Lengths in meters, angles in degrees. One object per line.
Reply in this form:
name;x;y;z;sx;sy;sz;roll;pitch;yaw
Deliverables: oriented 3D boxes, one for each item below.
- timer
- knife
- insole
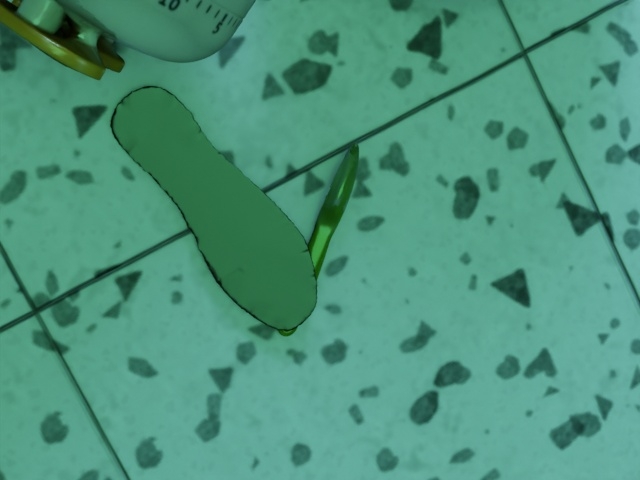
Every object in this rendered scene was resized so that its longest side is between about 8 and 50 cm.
timer;-0.141;-0.251;1.123;0.233;0.233;0.240;31;98;-14
knife;0.000;0.000;1.289;0.022;0.026;0.184;21;93;0
insole;-0.088;-0.029;1.266;0.086;0.005;0.253;-37;100;1
